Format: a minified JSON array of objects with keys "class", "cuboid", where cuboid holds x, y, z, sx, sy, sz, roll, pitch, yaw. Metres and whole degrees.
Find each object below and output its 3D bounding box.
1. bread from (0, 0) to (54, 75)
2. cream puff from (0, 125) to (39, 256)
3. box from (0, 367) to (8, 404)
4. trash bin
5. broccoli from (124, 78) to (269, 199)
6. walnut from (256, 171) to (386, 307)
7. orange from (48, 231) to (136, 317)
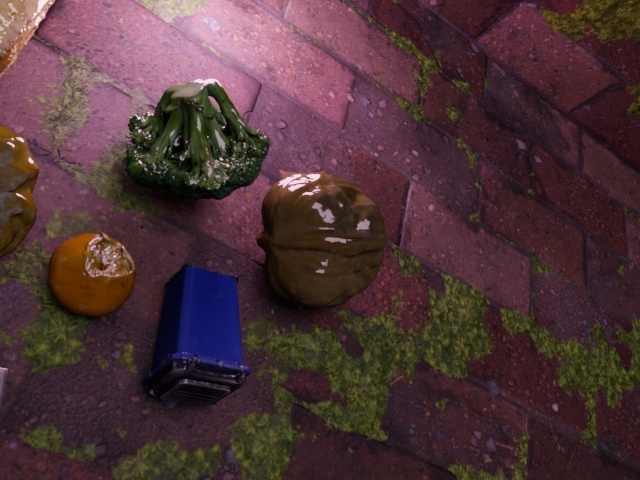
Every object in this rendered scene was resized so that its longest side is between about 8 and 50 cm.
[{"class":"bread","cuboid":[-0.706,-0.492,1.247,0.375,0.165,0.236,33,56,-20]},{"class":"cream puff","cuboid":[-0.613,-0.069,1.059,0.323,0.270,0.274,-53,140,-10]},{"class":"box","cuboid":[-0.568,0.256,1.042,0.129,0.051,0.130,16,58,-30]},{"class":"trash bin","cuboid":[-0.224,0.174,1.262,0.162,0.184,0.234,19,52,-30]},{"class":"broccoli","cuboid":[-0.251,-0.199,1.383,0.265,0.294,0.245,-90,170,-63]},{"class":"walnut","cuboid":[0.000,-0.002,1.460,0.277,0.282,0.253,-2,29,-42]},{"class":"orange","cuboid":[-0.407,0.060,1.208,0.154,0.134,0.155,11,69,-31]}]
